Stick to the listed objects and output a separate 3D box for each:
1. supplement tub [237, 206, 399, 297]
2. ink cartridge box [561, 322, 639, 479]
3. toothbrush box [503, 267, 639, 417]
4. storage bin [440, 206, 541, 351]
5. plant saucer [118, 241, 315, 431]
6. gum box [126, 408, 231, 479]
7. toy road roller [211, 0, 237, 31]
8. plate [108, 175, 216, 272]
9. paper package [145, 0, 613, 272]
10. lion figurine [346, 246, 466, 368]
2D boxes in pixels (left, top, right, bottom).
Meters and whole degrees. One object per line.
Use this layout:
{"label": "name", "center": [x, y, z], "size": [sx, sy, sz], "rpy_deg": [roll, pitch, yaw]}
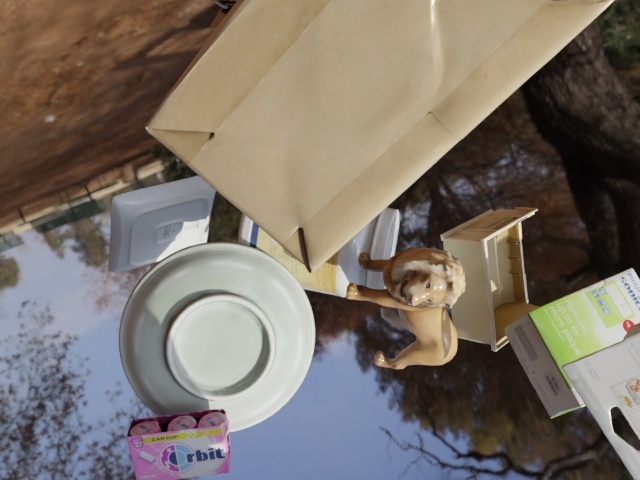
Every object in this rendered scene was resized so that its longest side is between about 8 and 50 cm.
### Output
{"label": "supplement tub", "center": [0.000, 0.000, 1.599], "size": [0.316, 0.228, 0.228], "rpy_deg": [10, -160, 12]}
{"label": "ink cartridge box", "center": [0.558, 0.258, 1.141], "size": [0.239, 0.275, 0.060], "rpy_deg": [-35, 174, 38]}
{"label": "toothbrush box", "center": [0.556, 0.208, 1.495], "size": [0.283, 0.206, 0.122], "rpy_deg": [-17, 161, -22]}
{"label": "storage bin", "center": [0.413, 0.078, 1.703], "size": [0.123, 0.262, 0.260], "rpy_deg": [5, -159, 45]}
{"label": "plant saucer", "center": [-0.200, 0.204, 1.463], "size": [0.401, 0.400, 0.100], "rpy_deg": [-22, -171, -8]}
{"label": "gum box", "center": [-0.262, 0.392, 1.395], "size": [0.189, 0.107, 0.062], "rpy_deg": [-7, -160, -1]}
{"label": "toy road roller", "center": [-0.145, -0.417, 1.446], "size": [0.202, 0.330, 0.240], "rpy_deg": [28, -91, 53]}
{"label": "plate", "center": [-0.385, -0.033, 1.817], "size": [0.278, 0.045, 0.277], "rpy_deg": [-18, 146, -31]}
{"label": "paper package", "center": [0.060, -0.182, 0.589], "size": [0.309, 0.168, 0.325], "rpy_deg": [-43, -171, 33]}
{"label": "lion figurine", "center": [0.194, 0.144, 1.418], "size": [0.240, 0.392, 0.142], "rpy_deg": [8, -123, 31]}
